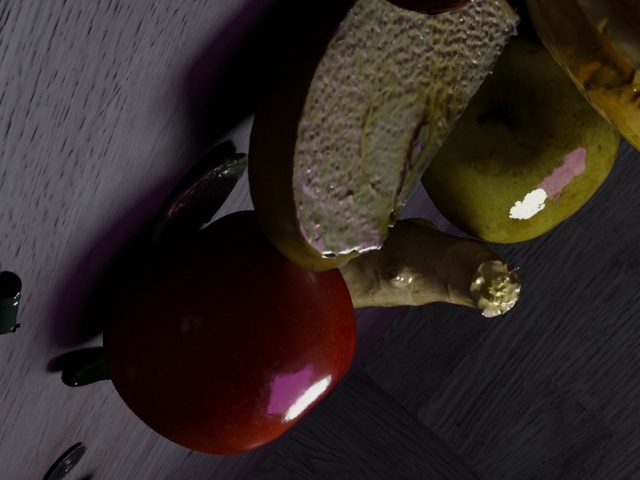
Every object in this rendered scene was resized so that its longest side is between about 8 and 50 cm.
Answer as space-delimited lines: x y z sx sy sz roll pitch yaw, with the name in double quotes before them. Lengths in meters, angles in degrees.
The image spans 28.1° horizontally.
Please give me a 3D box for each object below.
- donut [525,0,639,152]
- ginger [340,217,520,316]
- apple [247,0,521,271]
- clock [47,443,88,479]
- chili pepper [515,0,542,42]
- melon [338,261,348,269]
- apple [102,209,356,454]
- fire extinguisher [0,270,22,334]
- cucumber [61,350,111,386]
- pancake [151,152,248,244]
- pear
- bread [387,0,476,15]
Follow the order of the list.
"donut" 0.443 -0.273 1.699 0.198 0.449 0.449 -40 176 27
"ginger" 0.131 0.049 1.867 0.236 0.375 0.166 10 96 -65
"apple" 0.046 -0.136 1.203 0.346 0.179 0.254 -55 -176 -19
"clock" -0.331 0.293 1.664 0.074 0.010 0.083 -46 170 -16
"chili pepper" 0.378 -0.384 2.004 0.264 0.116 0.148 -43 158 -34
"melon" 0.000 0.000 1.757 0.098 0.098 0.130 -53 175 24
"apple" -0.089 0.096 1.322 0.260 0.216 0.260 -41 178 -2
"fire extinguisher" -0.259 0.055 1.027 0.038 0.025 0.083 -4 151 -19
"cucumber" -0.245 0.138 1.390 0.184 0.033 0.036 16 90 -80
"pancake" -0.115 -0.045 1.282 0.116 0.022 0.129 -51 170 19
"pear" 0.278 -0.147 1.859 0.304 0.304 0.304 -47 170 -11
"bread" 0.093 -0.259 1.002 0.073 0.160 0.160 -32 161 -52
